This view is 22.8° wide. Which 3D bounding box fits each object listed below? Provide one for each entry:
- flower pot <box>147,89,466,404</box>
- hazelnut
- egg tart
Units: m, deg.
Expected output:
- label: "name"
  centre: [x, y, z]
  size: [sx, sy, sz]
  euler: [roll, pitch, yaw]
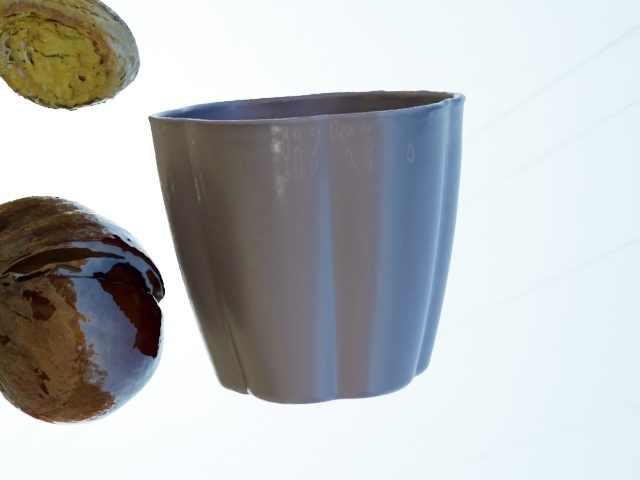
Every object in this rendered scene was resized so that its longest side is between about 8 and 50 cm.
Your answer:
- label: "flower pot"
  centre: [0.000, 0.000, 1.332]
  size: [0.265, 0.265, 0.243]
  euler: [14, -68, 59]
- label: "hazelnut"
  centre: [-0.221, 0.052, 1.297]
  size: [0.178, 0.178, 0.204]
  euler: [-58, -141, 46]
- label: "egg tart"
  centre: [-0.356, -0.278, 2.172]
  size: [0.234, 0.234, 0.094]
  euler: [-50, -158, 50]
